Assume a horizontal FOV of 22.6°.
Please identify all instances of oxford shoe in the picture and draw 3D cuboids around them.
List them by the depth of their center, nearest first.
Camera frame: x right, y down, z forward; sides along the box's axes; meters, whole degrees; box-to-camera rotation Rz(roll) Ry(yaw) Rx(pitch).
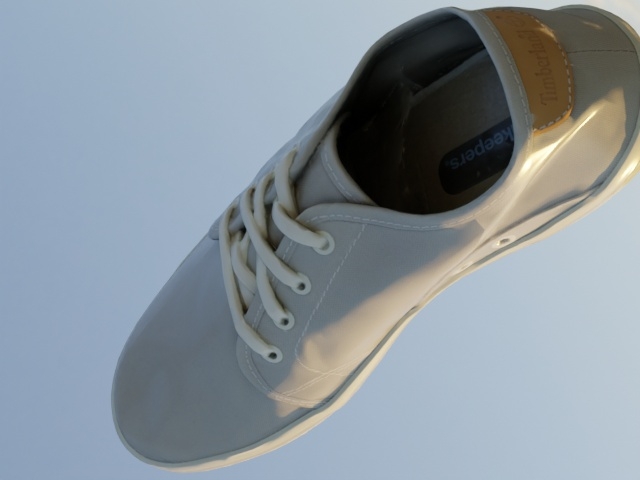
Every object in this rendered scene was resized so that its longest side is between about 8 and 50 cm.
[{"bbox_3d":[0.000,0.000,0.968,0.130,0.449,0.169,8,-126,-46],"label":"oxford shoe"}]
